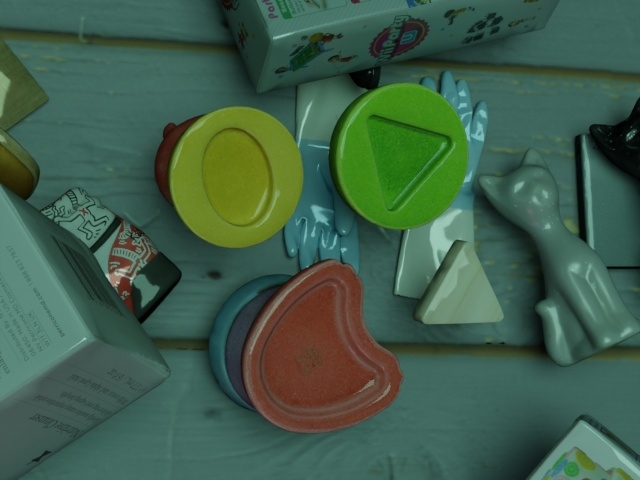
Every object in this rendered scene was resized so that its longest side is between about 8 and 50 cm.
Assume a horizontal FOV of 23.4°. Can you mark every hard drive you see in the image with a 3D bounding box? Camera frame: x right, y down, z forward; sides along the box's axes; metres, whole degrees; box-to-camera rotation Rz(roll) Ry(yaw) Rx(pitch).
[{"bbox_3d":[0.304,-0.039,1.542,0.094,0.022,0.135,0,83,-14],"label":"hard drive"}]

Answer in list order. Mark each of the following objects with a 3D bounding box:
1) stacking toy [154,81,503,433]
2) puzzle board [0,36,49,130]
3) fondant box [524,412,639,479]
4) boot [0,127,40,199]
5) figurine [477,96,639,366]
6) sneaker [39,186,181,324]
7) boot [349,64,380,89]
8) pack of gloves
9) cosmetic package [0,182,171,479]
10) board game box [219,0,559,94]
[{"bbox_3d":[0.000,0.000,1.408,0.280,0.130,0.308,-21,105,-20],"label":"stacking toy"},{"bbox_3d":[-0.328,-0.129,1.405,0.128,0.011,0.096,-39,94,-15],"label":"puzzle board"},{"bbox_3d":[0.283,0.348,1.362,0.330,0.096,0.238,40,98,10],"label":"fondant box"},{"bbox_3d":[-0.347,0.007,1.236,0.104,0.295,0.211,45,65,-17],"label":"boot"},{"bbox_3d":[0.277,-0.013,1.483,0.215,0.092,0.209,-23,81,-15],"label":"figurine"},{"bbox_3d":[-0.263,0.076,1.355,0.145,0.090,0.270,43,76,2],"label":"sneaker"},{"bbox_3d":[0.002,-0.196,1.467,0.099,0.045,0.121,-2,64,-16],"label":"boot"},{"bbox_3d":[0.069,-0.065,1.476,0.195,0.046,0.232,7,81,-12],"label":"pack of gloves"},{"bbox_3d":[-0.337,0.138,1.196,0.385,0.217,0.156,-36,73,2],"label":"cosmetic package"},{"bbox_3d":[0.049,-0.283,1.443,0.303,0.097,0.224,-15,67,-18],"label":"board game box"}]
